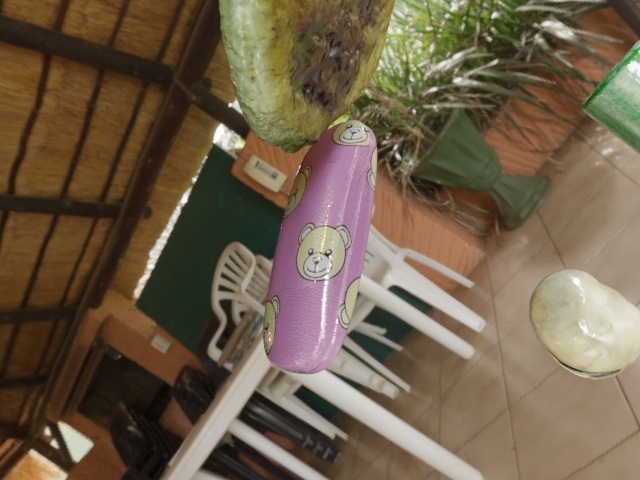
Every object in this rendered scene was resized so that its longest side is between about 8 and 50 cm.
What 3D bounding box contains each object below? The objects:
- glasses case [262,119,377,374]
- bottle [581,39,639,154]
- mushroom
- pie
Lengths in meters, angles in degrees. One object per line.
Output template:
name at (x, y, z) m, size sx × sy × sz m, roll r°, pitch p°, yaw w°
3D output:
glasses case at (0.000, 0.000, 0.586) m, size 0.123 × 0.076 × 0.316 m, roll -12°, pitch 61°, yaw 51°
bottle at (0.419, -0.066, 0.468) m, size 0.093 × 0.330 × 0.093 m, roll -46°, pitch -12°, yaw -13°
mushroom at (0.364, 0.115, 0.675) m, size 0.154 × 0.154 × 0.122 m, roll -57°, pitch -13°, yaw -36°
pie at (0.000, -0.228, 0.434) m, size 0.323 × 0.071 × 0.322 m, roll 12°, pitch -90°, yaw -70°
